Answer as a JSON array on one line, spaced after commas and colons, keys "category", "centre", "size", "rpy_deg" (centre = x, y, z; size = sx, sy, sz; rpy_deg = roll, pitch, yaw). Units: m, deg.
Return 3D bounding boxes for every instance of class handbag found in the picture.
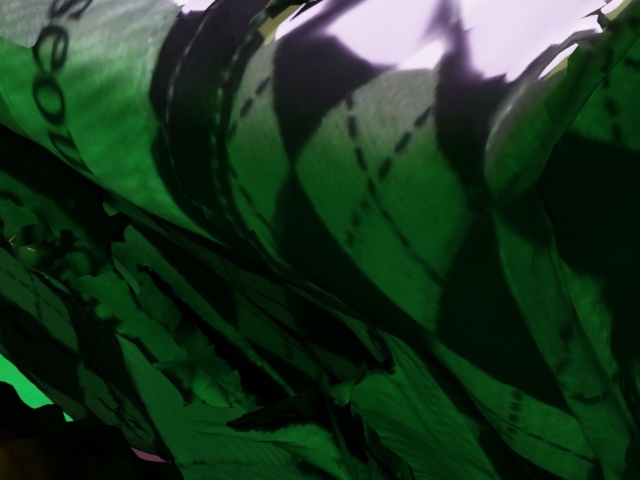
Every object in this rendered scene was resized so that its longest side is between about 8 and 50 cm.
[{"category": "handbag", "centre": [0.000, 0.000, 0.553], "size": [0.416, 0.317, 0.180], "rpy_deg": [20, 60, 46]}]

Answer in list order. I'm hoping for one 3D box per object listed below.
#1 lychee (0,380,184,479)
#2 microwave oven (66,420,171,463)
[{"category": "lychee", "centre": [-0.110, 0.169, 0.484], "size": [0.275, 0.276, 0.304], "rpy_deg": [-12, 13, -28]}, {"category": "microwave oven", "centre": [-0.086, 0.177, 0.834], "size": [0.188, 0.178, 0.247], "rpy_deg": [-6, 6, 11]}]
